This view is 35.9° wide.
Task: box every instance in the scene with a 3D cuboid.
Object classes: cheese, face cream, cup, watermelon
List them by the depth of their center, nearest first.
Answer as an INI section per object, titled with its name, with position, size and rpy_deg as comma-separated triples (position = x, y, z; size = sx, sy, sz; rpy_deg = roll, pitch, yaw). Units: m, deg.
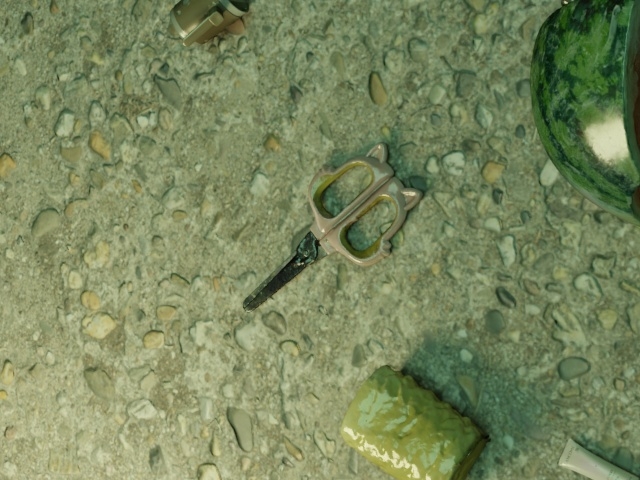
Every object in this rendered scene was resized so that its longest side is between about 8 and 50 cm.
[watermelon]
position = 0.328, -0.138, 1.119
size = 0.176, 0.256, 0.260
rpy_deg = 3, 96, -3
[face cream]
position = 0.346, 0.283, 1.201
size = 0.115, 0.020, 0.038
rpy_deg = 26, 102, 28
[cheese]
position = 0.119, 0.252, 1.277
size = 0.167, 0.094, 0.123
rpy_deg = 33, 106, 24
[cup]
position = -0.161, -0.324, 1.435
size = 0.099, 0.074, 0.102
rpy_deg = -31, 55, 26

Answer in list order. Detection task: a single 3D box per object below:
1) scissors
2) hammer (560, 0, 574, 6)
[scissors]
position = 0.000, 0.000, 1.382
size = 0.317, 0.024, 0.160
rpy_deg = -41, 74, 21
[hammer]
position = 0.403, -0.211, 1.169
size = 0.287, 0.033, 0.111
rpy_deg = 46, 108, 21
